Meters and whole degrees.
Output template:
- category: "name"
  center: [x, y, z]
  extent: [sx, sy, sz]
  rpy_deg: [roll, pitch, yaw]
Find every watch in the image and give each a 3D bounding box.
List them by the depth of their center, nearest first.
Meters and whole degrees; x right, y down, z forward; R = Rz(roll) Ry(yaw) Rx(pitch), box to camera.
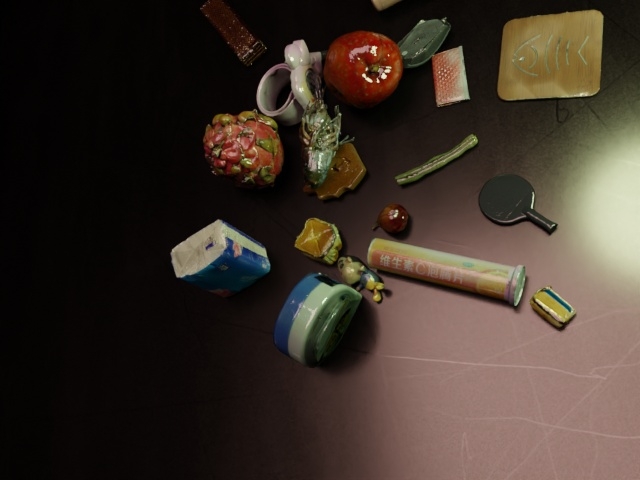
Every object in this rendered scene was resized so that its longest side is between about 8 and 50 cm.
- category: "watch"
  center: [-0.114, -0.534, 1.960]
  extent: [0.217, 0.210, 0.249]
  rpy_deg: [-11, 76, 30]

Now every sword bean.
- category: "sword bean"
  center: [0.352, -0.239, 1.717]
  extent: [0.269, 0.038, 0.043]
  rpy_deg: [-29, 87, 13]

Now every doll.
- category: "doll"
  center: [0.112, 0.105, 1.681]
  extent: [0.088, 0.102, 0.179]
  rpy_deg: [-22, 48, -33]

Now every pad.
- category: "pad"
  center: [0.678, -0.548, 1.686]
  extent: [0.283, 0.018, 0.287]
  rpy_deg: [3, 73, 25]

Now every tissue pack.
- category: "tissue pack"
  center: [-0.303, 0.068, 1.774]
  extent: [0.209, 0.269, 0.137]
  rpy_deg: [-32, 61, 11]

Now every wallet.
- category: "wallet"
  center: [0.409, -0.518, 1.799]
  extent: [0.103, 0.020, 0.197]
  rpy_deg: [-10, 68, 20]

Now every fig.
- category: "fig"
  center: [0.200, -0.063, 1.706]
  extent: [0.125, 0.088, 0.089]
  rpy_deg: [-8, 67, 44]

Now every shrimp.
- category: "shrimp"
  center: [0.017, -0.344, 1.827]
  extent: [0.171, 0.137, 0.373]
  rpy_deg: [9, 86, -8]

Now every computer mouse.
- category: "computer mouse"
  center: [0.334, -0.637, 1.851]
  extent: [0.231, 0.071, 0.126]
  rpy_deg: [-49, 45, -10]

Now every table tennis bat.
- category: "table tennis bat"
  center: [0.549, -0.096, 1.580]
  extent: [0.236, 0.027, 0.150]
  rpy_deg: [41, 91, 32]

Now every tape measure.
- category: "tape measure"
  center: [-0.010, 0.221, 1.602]
  extent: [0.138, 0.262, 0.260]
  rpy_deg: [25, 84, 20]

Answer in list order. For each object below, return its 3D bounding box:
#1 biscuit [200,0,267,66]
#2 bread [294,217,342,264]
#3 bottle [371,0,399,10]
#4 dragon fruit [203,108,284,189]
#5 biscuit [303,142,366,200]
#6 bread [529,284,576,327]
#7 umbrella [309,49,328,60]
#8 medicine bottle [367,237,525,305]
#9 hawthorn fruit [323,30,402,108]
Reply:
- category: "biscuit"
  center: [-0.345, -0.831, 2.232]
  extent: [0.107, 0.073, 0.388]
  rpy_deg: [-41, 60, 8]
- category: "bread"
  center: [0.000, 0.000, 1.774]
  extent: [0.140, 0.069, 0.128]
  rpy_deg: [20, 80, 33]
- category: "bottle"
  center: [0.299, -0.899, 1.914]
  extent: [0.296, 0.173, 0.207]
  rpy_deg: [-21, 96, 14]
- category: "dragon fruit"
  center: [-0.255, -0.312, 1.879]
  extent: [0.250, 0.291, 0.269]
  rpy_deg: [8, 74, 32]
- category: "biscuit"
  center: [0.037, -0.214, 1.853]
  extent: [0.215, 0.034, 0.182]
  rpy_deg: [-31, 58, 13]
- category: "bread"
  center: [0.588, 0.171, 1.452]
  extent: [0.072, 0.053, 0.106]
  rpy_deg: [-36, 61, -17]
- category: "umbrella"
  center: [0.005, -0.659, 2.031]
  extent: [0.132, 0.031, 0.036]
  rpy_deg: [-3, 69, 25]
- category: "medicine bottle"
  center: [0.336, 0.080, 1.574]
  extent: [0.425, 0.108, 0.108]
  rpy_deg: [12, 77, 30]
- category: "hawthorn fruit"
  center: [0.139, -0.542, 1.798]
  extent: [0.261, 0.258, 0.259]
  rpy_deg: [-3, 69, 48]
